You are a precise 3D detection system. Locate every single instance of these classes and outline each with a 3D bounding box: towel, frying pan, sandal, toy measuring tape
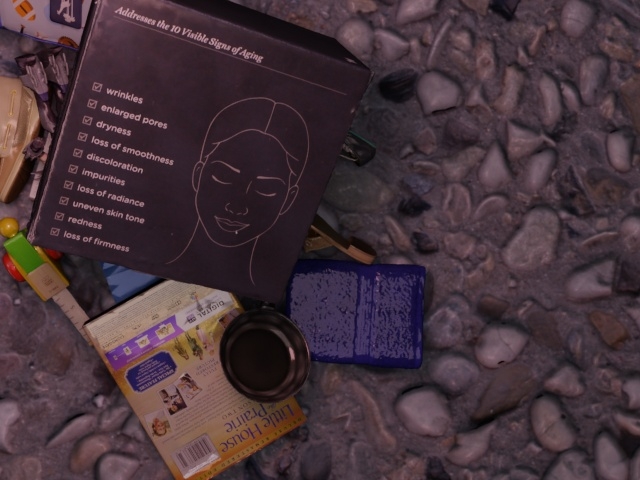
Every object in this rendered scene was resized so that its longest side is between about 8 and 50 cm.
[{"bbox_3d":[0.073,0.158,1.878,0.308,0.076,0.227,4,84,-6],"label":"towel"},{"bbox_3d":[-0.135,0.177,1.775,0.197,0.053,0.326,-10,72,-28],"label":"frying pan"},{"bbox_3d":[-0.001,0.002,1.855,0.240,0.088,0.079,31,110,-2],"label":"sandal"},{"bbox_3d":[-0.559,0.078,1.803,0.121,0.121,0.330,-34,118,-4],"label":"toy measuring tape"}]

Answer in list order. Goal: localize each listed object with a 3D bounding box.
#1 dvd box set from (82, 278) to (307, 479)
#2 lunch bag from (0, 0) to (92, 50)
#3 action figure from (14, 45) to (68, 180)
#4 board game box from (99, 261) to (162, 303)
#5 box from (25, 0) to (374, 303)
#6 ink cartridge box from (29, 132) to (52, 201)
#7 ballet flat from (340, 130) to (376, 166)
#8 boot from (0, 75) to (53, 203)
[{"bbox_3d":[-0.259,0.277,1.824,0.308,0.062,0.420,-30,100,-6],"label":"dvd box set"},{"bbox_3d":[-0.450,-0.566,1.705,0.328,0.239,0.385,16,96,4],"label":"lunch bag"},{"bbox_3d":[-0.521,-0.235,1.723,0.185,0.099,0.285,-33,118,-42],"label":"action figure"},{"bbox_3d":[-0.393,0.055,1.839,0.133,0.033,0.168,-21,99,-10],"label":"board game box"},{"bbox_3d":[-0.231,-0.196,1.584,0.480,0.297,0.471,16,111,-20],"label":"box"},{"bbox_3d":[-0.518,-0.152,1.822,0.145,0.045,0.179,13,72,-6],"label":"ink cartridge box"},{"bbox_3d":[0.027,-0.229,1.858,0.203,0.074,0.074,37,88,-9],"label":"ballet flat"},{"bbox_3d":[-0.680,-0.221,1.762,0.204,0.095,0.261,16,86,-8],"label":"boot"}]
